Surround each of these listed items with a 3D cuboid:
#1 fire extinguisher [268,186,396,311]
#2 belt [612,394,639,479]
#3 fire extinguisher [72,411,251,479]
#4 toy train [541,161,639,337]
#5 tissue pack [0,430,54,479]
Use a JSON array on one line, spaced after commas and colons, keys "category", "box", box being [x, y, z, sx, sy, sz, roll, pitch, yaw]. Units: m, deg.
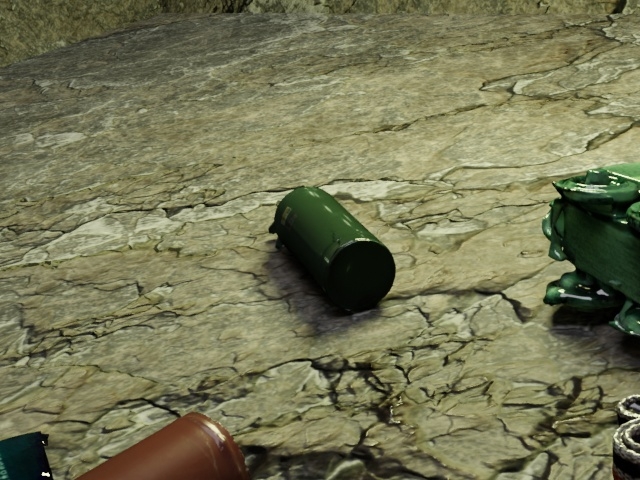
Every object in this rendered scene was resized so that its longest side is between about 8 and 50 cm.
[{"category": "fire extinguisher", "box": [0.000, 0.000, 1.568, 0.095, 0.114, 0.311, 26, 10, -24]}, {"category": "belt", "box": [0.398, 0.194, 0.925, 0.359, 0.094, 0.126, 6, 30, 36]}, {"category": "fire extinguisher", "box": [-0.221, 0.262, 0.979, 0.337, 0.107, 0.147, -26, 1, -39]}, {"category": "toy train", "box": [0.389, 0.010, 1.326, 0.238, 0.167, 0.299, -7, 20, -27]}, {"category": "tissue pack", "box": [-0.313, 0.304, 0.676, 0.416, 0.253, 0.264, -17, 25, -21]}]
